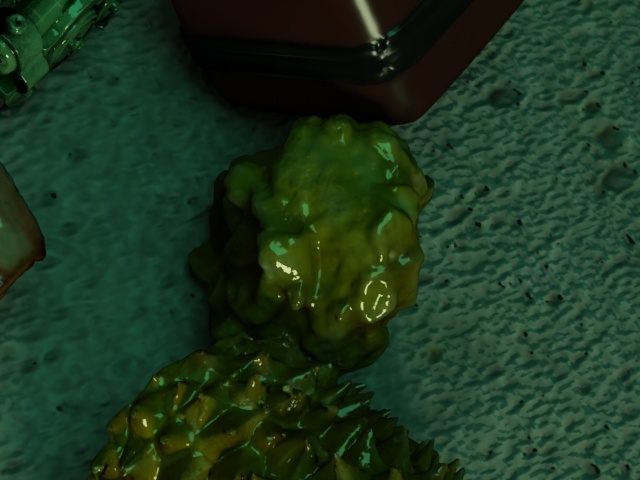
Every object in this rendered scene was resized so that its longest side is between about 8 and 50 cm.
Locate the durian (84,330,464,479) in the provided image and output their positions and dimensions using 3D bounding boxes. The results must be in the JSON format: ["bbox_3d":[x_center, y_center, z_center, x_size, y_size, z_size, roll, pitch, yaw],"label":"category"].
[{"bbox_3d":[0.004,0.173,0.960,0.305,0.195,0.185,5,111,-31],"label":"durian"}]

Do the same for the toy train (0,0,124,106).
[{"bbox_3d":[-0.198,-0.173,1.102,0.071,0.104,0.178,41,61,-6],"label":"toy train"}]

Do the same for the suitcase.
[{"bbox_3d":[0.045,-0.231,1.140,0.297,0.236,0.161,-49,130,-30],"label":"suitcase"}]

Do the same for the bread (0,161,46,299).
[{"bbox_3d":[-0.366,-0.044,0.978,0.295,0.114,0.327,-24,80,-26],"label":"bread"}]

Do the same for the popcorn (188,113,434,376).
[{"bbox_3d":[-0.005,0.000,1.060,0.156,0.197,0.197,23,62,-20],"label":"popcorn"}]
